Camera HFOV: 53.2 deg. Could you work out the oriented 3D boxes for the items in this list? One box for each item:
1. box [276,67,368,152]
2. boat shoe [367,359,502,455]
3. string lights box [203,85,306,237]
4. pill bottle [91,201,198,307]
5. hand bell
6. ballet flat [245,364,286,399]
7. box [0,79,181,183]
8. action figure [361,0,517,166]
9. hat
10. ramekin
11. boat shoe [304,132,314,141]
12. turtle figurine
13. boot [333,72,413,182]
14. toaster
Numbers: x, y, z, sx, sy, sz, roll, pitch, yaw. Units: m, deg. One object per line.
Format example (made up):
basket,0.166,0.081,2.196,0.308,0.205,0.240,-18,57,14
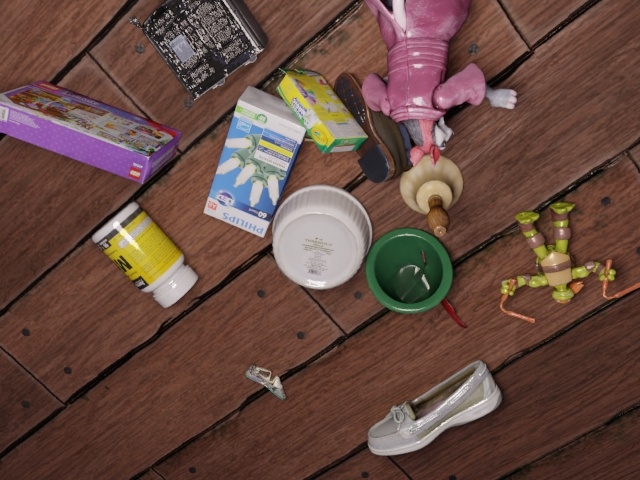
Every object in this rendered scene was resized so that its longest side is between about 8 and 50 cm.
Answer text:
box,-0.003,-0.238,1.150,0.043,0.105,0.179,-45,70,36
boat shoe,0.240,0.374,1.422,0.320,0.118,0.103,-27,102,12
string lights box,-0.121,-0.145,1.223,0.133,0.077,0.260,22,125,-3
pill bottle,-0.359,0.032,1.325,0.119,0.119,0.208,-35,105,18
hand bell,0.210,-0.065,1.161,0.126,0.242,0.126,2,113,5
ballet flat,-0.118,0.323,1.473,0.114,0.041,0.041,36,112,-11
box,-0.428,-0.206,1.185,0.293,0.201,0.057,20,113,-3
action figure,0.168,-0.305,1.038,0.248,0.275,0.371,-5,86,26
hat,0.197,0.099,1.351,0.172,0.183,0.209,-22,67,3
ramekin,0.000,0.000,1.282,0.207,0.109,0.207,2,114,4
boat shoe,-0.026,-0.216,1.224,0.152,0.048,0.056,18,114,-2
turtle figurine,0.477,0.037,1.264,0.269,0.087,0.218,-12,104,20
boot,0.100,-0.213,1.209,0.082,0.106,0.219,-26,82,42
toaster,-0.209,-0.372,1.141,0.168,0.110,0.186,-32,107,17
